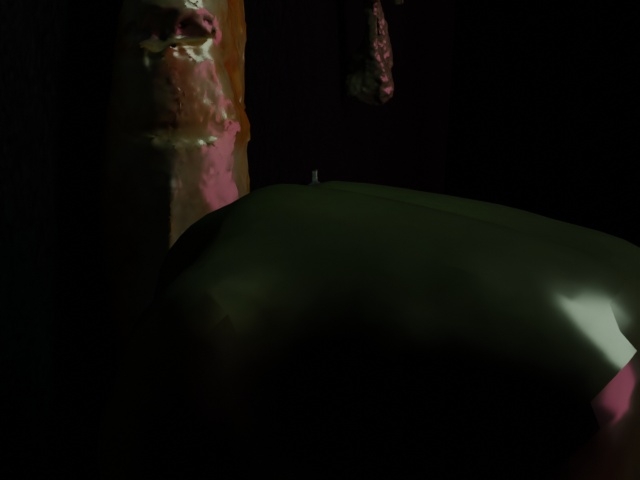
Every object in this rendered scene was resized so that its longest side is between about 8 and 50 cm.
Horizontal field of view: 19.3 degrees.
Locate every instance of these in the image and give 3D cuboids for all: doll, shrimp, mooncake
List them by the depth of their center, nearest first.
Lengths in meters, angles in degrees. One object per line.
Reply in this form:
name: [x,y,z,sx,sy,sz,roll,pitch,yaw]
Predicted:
mooncake: [0.010,0.157,0.651,0.351,0.187,0.351,10,90,-71]
shrimp: [-0.056,0.004,0.781,0.154,0.062,0.294,21,75,-83]
doll: [0.053,-0.264,1.678,0.286,0.091,0.203,82,21,-67]

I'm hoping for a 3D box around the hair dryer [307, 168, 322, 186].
hair dryer: [0.000,0.000,1.478,0.063,0.037,0.114,69,16,-78]
